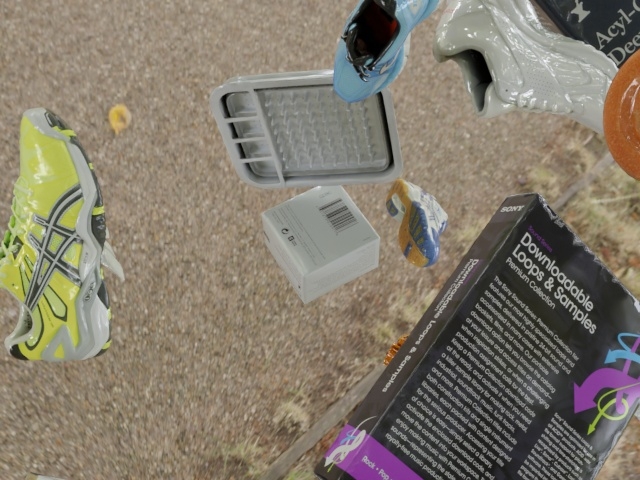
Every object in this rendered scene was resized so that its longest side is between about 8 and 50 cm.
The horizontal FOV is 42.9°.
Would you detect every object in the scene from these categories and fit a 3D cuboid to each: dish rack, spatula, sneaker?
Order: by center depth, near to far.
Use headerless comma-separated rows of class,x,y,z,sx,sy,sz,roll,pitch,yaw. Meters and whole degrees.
sneaker,0.036,-0.160,0.645,0.063,0.162,0.073,42,61,5
sneaker,0.203,-0.157,0.813,0.232,0.090,0.115,32,81,-11
sneaker,-0.396,0.005,1.173,0.147,0.145,0.385,-12,107,-31
dish rack,-0.018,-0.216,1.533,0.332,0.285,0.072,-1,52,13
spatula,-0.497,-0.023,1.756,0.019,0.242,0.168,-25,57,3
sneaker,0.248,-0.040,1.886,0.131,0.112,0.296,17,33,-20

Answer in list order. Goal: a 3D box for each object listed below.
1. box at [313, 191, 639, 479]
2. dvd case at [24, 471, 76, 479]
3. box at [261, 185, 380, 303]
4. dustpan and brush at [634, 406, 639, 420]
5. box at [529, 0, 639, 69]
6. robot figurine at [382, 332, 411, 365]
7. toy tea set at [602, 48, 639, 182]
box,0.087,0.075,0.379,0.116,0.029,0.162,43,76,-19
dvd case,-0.066,0.202,0.538,0.221,0.164,0.018,9,74,34
box,0.000,0.000,1.676,0.182,0.119,0.181,-27,60,-15
dustpan and brush,0.470,0.165,1.023,0.147,0.060,0.211,14,23,13
box,0.344,-0.385,0.966,0.293,0.212,0.395,-44,104,11
robot figurine,0.246,0.246,1.637,0.211,0.291,0.085,31,102,23
toy tea set,0.275,-0.090,0.347,0.124,0.336,0.200,0,105,-34
